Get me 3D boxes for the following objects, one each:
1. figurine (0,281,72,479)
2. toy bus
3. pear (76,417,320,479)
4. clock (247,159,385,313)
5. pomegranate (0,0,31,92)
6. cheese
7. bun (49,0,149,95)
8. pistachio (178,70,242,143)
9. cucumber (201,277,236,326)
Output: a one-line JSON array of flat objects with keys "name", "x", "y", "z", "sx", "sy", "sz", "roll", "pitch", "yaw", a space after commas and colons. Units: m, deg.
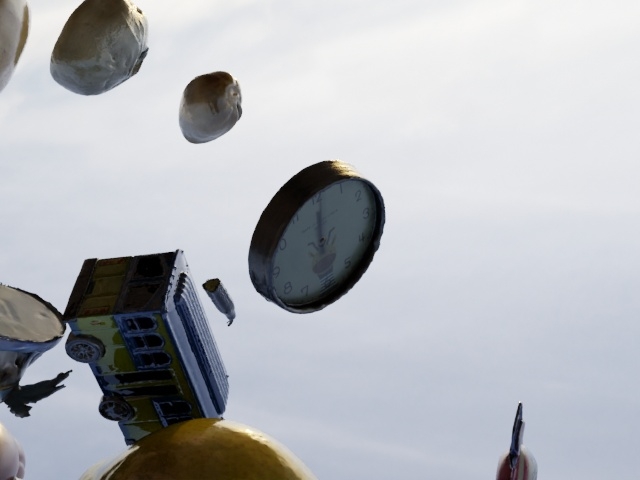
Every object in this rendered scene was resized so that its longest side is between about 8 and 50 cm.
[{"name": "figurine", "x": -0.508, "y": 0.270, "z": 1.384, "sx": 0.248, "sy": 0.388, "sz": 0.276, "roll": 15, "pitch": -166, "yaw": -34}, {"name": "toy bus", "x": -0.246, "y": 0.163, "z": 1.337, "sx": 0.175, "sy": 0.287, "sz": 0.138, "roll": -7, "pitch": -141, "yaw": 9}, {"name": "pear", "x": -0.144, "y": 0.372, "z": 1.268, "sx": 0.386, "sy": 0.340, "sz": 0.191, "roll": 9, "pitch": -139, "yaw": 15}, {"name": "clock", "x": 0.000, "y": 0.000, "z": 1.036, "sx": 0.184, "sy": 0.184, "sz": 0.040, "roll": -36, "pitch": -131, "yaw": -26}, {"name": "pomegranate", "x": -0.513, "y": -0.293, "z": 1.159, "sx": 0.319, "sy": 0.319, "sz": 0.319, "roll": -14, "pitch": -149, "yaw": 9}, {"name": "cheese", "x": 0.307, "y": 0.361, "z": 1.434, "sx": 0.062, "sy": 0.244, "sz": 0.155, "roll": 7, "pitch": -145, "yaw": 18}, {"name": "bun", "x": -0.323, "y": -0.293, "z": 1.385, "sx": 0.173, "sy": 0.113, "sz": 0.166, "roll": -58, "pitch": -175, "yaw": -16}, {"name": "pistachio", "x": -0.254, "y": -0.305, "z": 2.089, "sx": 0.215, "sy": 0.144, "sz": 0.144, "roll": -35, "pitch": -169, "yaw": 49}, {"name": "cucumber", "x": -0.191, "y": 0.126, "z": 1.813, "sx": 0.043, "sy": 0.163, "sz": 0.039, "roll": -25, "pitch": -125, "yaw": 1}]
